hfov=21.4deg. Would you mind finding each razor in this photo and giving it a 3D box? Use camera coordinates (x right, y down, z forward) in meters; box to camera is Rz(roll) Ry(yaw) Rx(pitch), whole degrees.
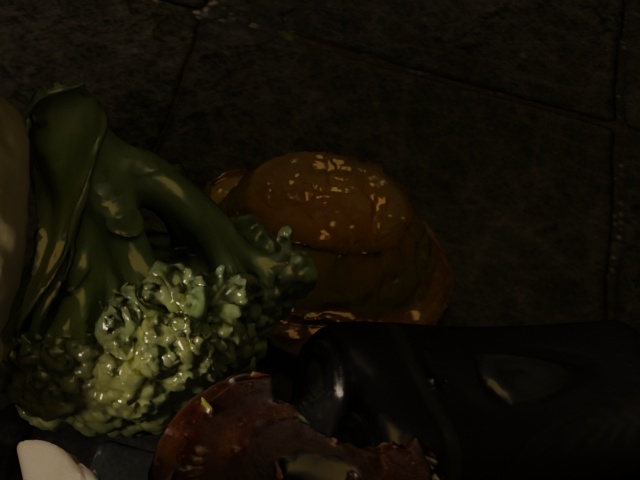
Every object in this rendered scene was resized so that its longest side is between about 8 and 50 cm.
[{"bbox_3d":[0.156,0.155,1.505,0.349,0.113,0.204,1,39,-23],"label":"razor"}]

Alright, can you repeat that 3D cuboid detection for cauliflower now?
[{"bbox_3d":[-0.168,0.030,1.440,0.327,0.260,0.281,-9,77,-11],"label":"cauliflower"}]

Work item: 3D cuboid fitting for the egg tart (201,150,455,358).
[{"bbox_3d":[0.000,0.000,1.642,0.288,0.118,0.288,6,39,-5],"label":"egg tart"}]

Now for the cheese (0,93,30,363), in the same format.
[{"bbox_3d":[-0.332,0.014,1.349,0.115,0.318,0.326,12,47,-28],"label":"cheese"}]

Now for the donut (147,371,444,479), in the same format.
[{"bbox_3d":[-0.022,0.213,1.295,0.230,0.096,0.216,16,42,0],"label":"donut"}]

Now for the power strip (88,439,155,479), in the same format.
[{"bbox_3d":[-0.083,0.243,1.368,0.256,0.070,0.105,17,38,-1],"label":"power strip"}]

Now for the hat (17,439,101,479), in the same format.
[{"bbox_3d":[-0.191,0.263,1.189,0.164,0.219,0.226,-35,75,-13],"label":"hat"}]
